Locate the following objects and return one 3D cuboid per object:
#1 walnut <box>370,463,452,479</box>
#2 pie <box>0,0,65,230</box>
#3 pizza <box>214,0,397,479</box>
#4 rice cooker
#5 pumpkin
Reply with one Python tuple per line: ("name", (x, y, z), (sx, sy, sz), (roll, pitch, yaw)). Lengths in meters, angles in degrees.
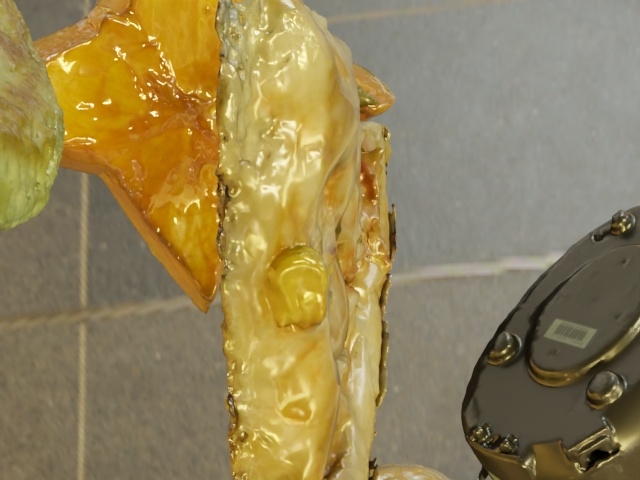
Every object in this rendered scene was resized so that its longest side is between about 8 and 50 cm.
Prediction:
("walnut", (0.055, 0.332, 1.648), (0.261, 0.225, 0.225), (-32, 54, 8))
("pie", (-0.219, -0.131, 0.850), (0.067, 0.302, 0.302), (-31, 54, 5))
("pizza", (0.003, 0.022, 1.122), (0.080, 0.434, 0.392), (1, 18, 7))
("rice cooker", (0.152, 0.072, 0.816), (0.203, 0.118, 0.142), (-52, 35, -16))
("pumpkin", (-0.115, -0.110, 1.353), (0.258, 0.290, 0.095), (-52, 30, -7))
